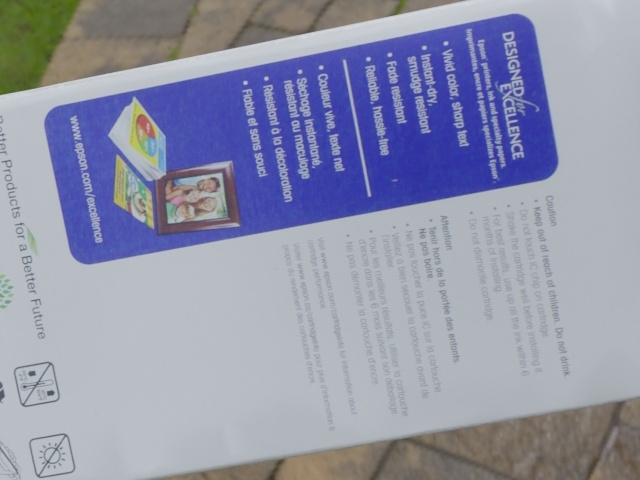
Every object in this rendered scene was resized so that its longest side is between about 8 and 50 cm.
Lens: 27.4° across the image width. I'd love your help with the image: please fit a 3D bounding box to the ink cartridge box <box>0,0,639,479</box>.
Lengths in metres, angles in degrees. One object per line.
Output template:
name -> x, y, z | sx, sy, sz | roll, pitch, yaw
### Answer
ink cartridge box -> 0.000, 0.000, 0.532 | 0.332, 0.065, 0.165 | -9, 93, 8
